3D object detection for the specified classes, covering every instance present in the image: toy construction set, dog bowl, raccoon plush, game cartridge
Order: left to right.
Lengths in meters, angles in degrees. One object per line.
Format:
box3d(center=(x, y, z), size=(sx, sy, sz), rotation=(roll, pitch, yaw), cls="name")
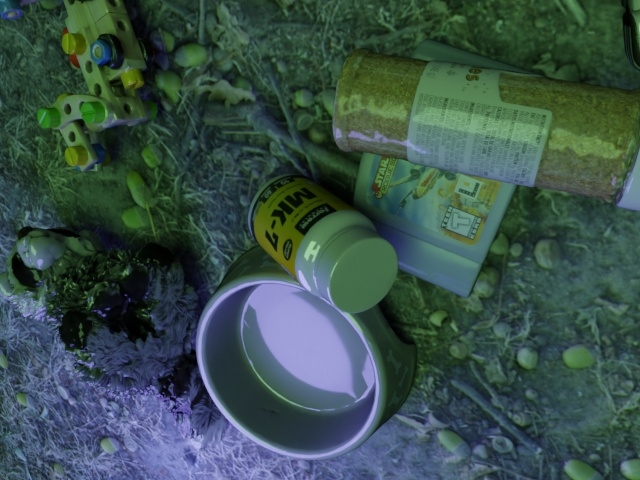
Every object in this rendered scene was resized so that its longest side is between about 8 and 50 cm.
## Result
box3d(center=(-0.357, -0.272, 0.881), size=(0.215, 0.151, 0.328), rotation=(-19, 106, 35), cls="toy construction set")
box3d(center=(-0.363, 0.170, 1.018), size=(0.299, 0.216, 0.447), rotation=(10, 121, 38), cls="raccoon plush")
box3d(center=(-0.035, 0.175, 0.925), size=(0.348, 0.102, 0.349), rotation=(7, 111, 20), cls="dog bowl")
box3d(center=(0.151, -0.089, 0.779), size=(0.198, 0.062, 0.297), rotation=(21, 115, 10), cls="game cartridge")

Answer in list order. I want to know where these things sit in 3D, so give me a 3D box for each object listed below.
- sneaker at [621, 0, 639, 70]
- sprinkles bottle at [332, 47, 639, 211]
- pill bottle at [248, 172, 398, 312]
box3d(center=(0.368, -0.294, 0.603), size=(0.132, 0.086, 0.229), rotation=(-8, 115, 20), cls="sneaker")
box3d(center=(0.194, -0.122, 0.650), size=(0.355, 0.121, 0.121), rotation=(14, 113, 18), cls="sprinkles bottle")
box3d(center=(0.000, 0.000, 0.781), size=(0.208, 0.119, 0.119), rotation=(38, 127, 50), cls="pill bottle")
